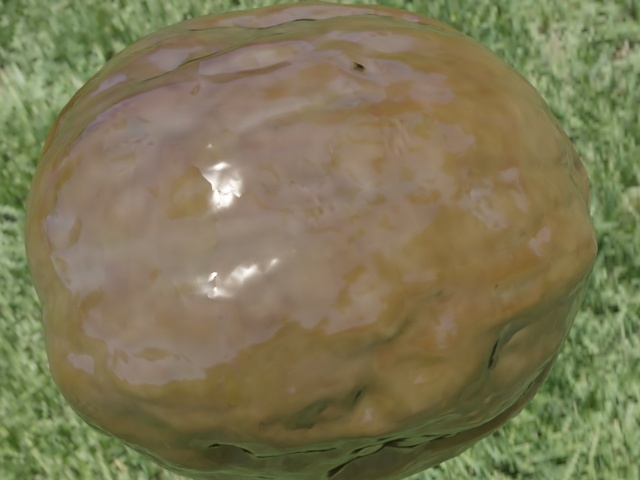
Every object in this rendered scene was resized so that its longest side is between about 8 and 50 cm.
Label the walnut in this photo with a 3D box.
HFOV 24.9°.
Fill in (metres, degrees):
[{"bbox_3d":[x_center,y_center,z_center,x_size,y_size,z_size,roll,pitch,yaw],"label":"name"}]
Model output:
[{"bbox_3d":[0.001,0.003,0.859,0.344,0.306,0.306,-17,50,-9],"label":"walnut"}]
